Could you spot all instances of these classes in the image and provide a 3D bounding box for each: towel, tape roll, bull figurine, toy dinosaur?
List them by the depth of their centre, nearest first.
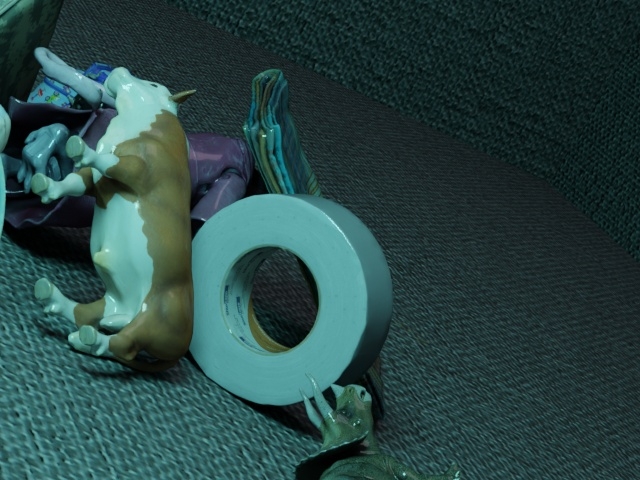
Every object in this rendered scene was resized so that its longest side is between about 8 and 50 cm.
[{"bbox_3d":[0.050,0.250,1.733,0.160,0.121,0.313,15,20,-9],"label":"toy dinosaur"},{"bbox_3d":[-0.191,-0.023,1.857,0.101,0.310,0.188,-10,-4,39],"label":"bull figurine"},{"bbox_3d":[-0.038,0.060,1.959,0.219,0.219,0.072,35,14,21],"label":"tape roll"},{"bbox_3d":[0.000,0.000,2.158,0.271,0.040,0.370,-88,158,-72],"label":"towel"}]

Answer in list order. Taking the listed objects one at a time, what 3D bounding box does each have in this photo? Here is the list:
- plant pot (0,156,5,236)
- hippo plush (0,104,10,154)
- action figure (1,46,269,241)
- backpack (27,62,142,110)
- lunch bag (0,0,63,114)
[{"bbox_3d":[-0.399,-0.011,1.426,0.290,0.290,0.195,28,-23,-9],"label":"plant pot"},{"bbox_3d":[-0.420,-0.090,1.628,0.234,0.294,0.236,11,15,18],"label":"hippo plush"},{"bbox_3d":[-0.193,-0.089,2.112,0.370,0.276,0.248,0,25,-33],"label":"action figure"},{"bbox_3d":[-0.303,-0.182,2.552,0.173,0.117,0.158,32,12,22],"label":"backpack"},{"bbox_3d":[-0.439,-0.232,2.000,0.256,0.305,0.212,35,49,6],"label":"lunch bag"}]
